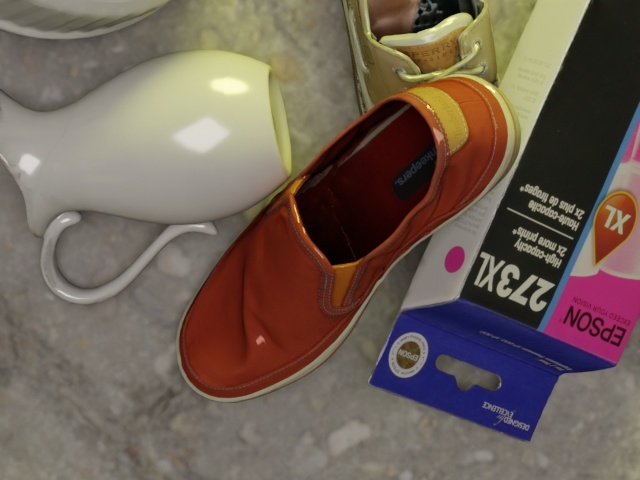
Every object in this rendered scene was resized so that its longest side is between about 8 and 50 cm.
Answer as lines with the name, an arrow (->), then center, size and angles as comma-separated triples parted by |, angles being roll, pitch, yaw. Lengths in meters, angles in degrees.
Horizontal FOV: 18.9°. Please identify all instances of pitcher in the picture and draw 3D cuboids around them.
pitcher -> -0.124, -0.046, 1.420 | 0.207, 0.125, 0.178 | -10, 114, 8

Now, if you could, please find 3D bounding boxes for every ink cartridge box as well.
ink cartridge box -> 0.185, -0.030, 1.425 | 0.176, 0.069, 0.371 | 23, 95, -36

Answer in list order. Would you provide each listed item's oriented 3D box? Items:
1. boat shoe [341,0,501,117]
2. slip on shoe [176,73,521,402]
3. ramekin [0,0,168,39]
boat shoe -> 0.074, -0.142, 1.424 | 0.113, 0.103, 0.302 | -23, 96, -3
slip on shoe -> 0.000, 0.000, 1.383 | 0.331, 0.101, 0.123 | -42, 68, 28
ramekin -> -0.166, -0.274, 1.347 | 0.273, 0.127, 0.273 | -4, 98, -25
